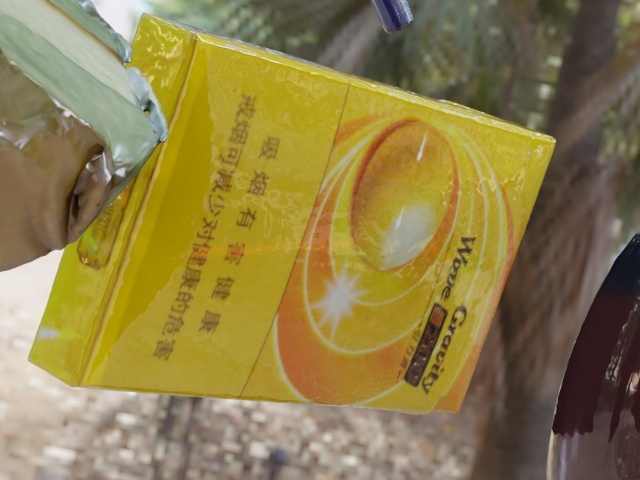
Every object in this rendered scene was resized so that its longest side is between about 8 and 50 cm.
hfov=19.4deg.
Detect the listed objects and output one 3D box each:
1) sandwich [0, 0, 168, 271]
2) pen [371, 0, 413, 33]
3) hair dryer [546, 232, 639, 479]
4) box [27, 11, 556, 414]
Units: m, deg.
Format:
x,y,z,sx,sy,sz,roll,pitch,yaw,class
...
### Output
x,y,z,sx,sy,sz,roll,pitch,yaw,class
-0.193,-0.034,0.492,0.227,0.198,0.155,38,11,-29,sandwich
0.004,-0.209,1.046,0.025,0.204,0.025,-22,19,8,pen
0.248,0.148,0.662,0.341,0.312,0.123,-1,5,25,hair dryer
0.000,0.000,0.835,0.043,0.152,0.269,27,11,38,box
